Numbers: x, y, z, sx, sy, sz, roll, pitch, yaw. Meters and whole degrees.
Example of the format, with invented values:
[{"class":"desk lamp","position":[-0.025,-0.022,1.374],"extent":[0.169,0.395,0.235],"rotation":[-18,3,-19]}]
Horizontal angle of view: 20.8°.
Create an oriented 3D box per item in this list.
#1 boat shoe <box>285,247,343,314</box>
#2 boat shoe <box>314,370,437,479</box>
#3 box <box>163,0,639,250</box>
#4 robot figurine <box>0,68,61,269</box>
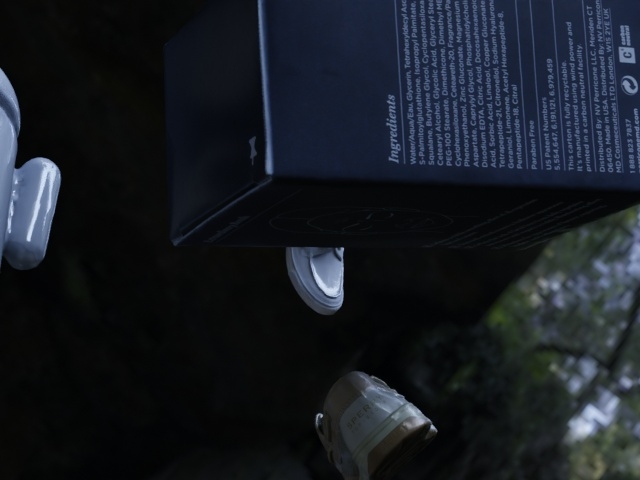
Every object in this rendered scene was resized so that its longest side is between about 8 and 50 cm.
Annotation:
[{"class":"boat shoe","position":[0.000,0.000,2.080],"extent":[0.066,0.184,0.063],"rotation":[15,-42,-26]},{"class":"boat shoe","position":[0.049,0.194,1.789],"extent":[0.098,0.109,0.302],"rotation":[46,-8,11]},{"class":"box","position":[0.078,-0.118,1.665],"extent":[0.293,0.395,0.212],"rotation":[154,-65,-65]},{"class":"robot figurine","position":[-0.399,-0.060,1.692],"extent":[0.300,0.354,0.200],"rotation":[17,-35,-25]}]
